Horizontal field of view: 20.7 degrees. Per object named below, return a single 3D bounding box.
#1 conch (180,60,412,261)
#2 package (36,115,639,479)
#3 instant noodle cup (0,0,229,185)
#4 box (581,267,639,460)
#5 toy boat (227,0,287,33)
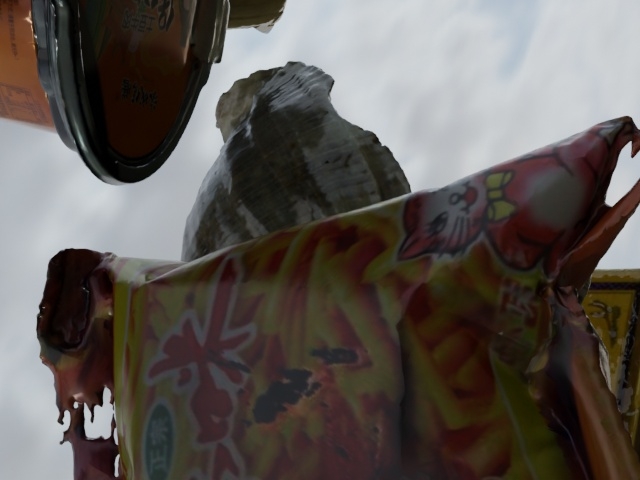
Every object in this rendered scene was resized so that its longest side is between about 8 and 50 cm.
[{"bbox_3d":[0.000,0.000,0.825,0.130,0.207,0.155,13,-40,-37],"label":"conch"},{"bbox_3d":[0.014,0.084,0.678,0.108,0.288,0.223,32,-130,-47],"label":"package"},{"bbox_3d":[-0.128,-0.118,0.753,0.208,0.125,0.177,63,-143,-66],"label":"instant noodle cup"},{"bbox_3d":[0.122,0.169,1.073,0.084,0.193,0.301,30,-114,-45],"label":"box"},{"bbox_3d":[-0.098,-0.144,0.991,0.206,0.072,0.064,2,-115,-47],"label":"toy boat"}]
